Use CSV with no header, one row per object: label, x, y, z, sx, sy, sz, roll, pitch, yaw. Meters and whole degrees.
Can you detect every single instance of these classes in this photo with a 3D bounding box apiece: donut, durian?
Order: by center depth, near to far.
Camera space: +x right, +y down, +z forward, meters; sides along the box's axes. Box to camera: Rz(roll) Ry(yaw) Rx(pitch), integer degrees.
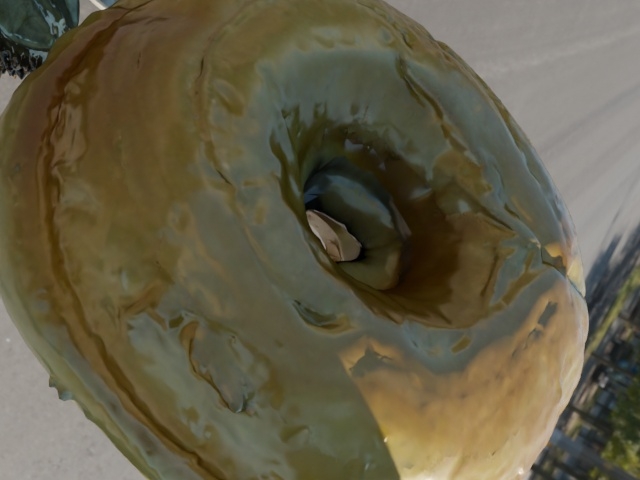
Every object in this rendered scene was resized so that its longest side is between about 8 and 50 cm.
donut,0.000,0.000,0.549,0.449,0.449,0.198,-39,-179,-40
durian,-0.236,-0.173,0.561,0.188,0.091,0.148,56,29,-57

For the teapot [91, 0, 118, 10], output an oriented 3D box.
teapot,-0.136,-0.237,0.635,0.145,0.226,0.092,81,21,-51
